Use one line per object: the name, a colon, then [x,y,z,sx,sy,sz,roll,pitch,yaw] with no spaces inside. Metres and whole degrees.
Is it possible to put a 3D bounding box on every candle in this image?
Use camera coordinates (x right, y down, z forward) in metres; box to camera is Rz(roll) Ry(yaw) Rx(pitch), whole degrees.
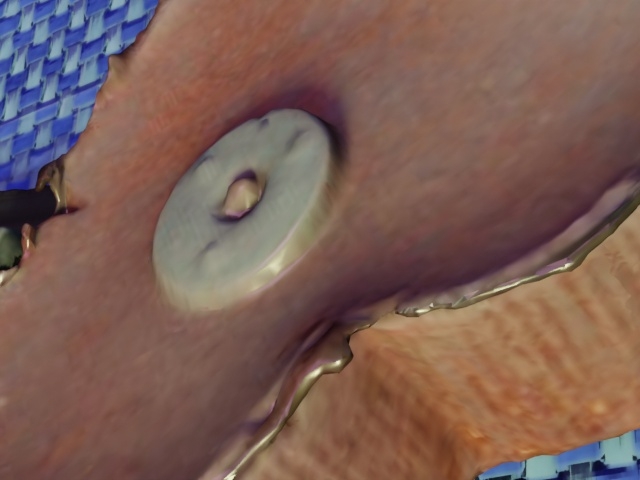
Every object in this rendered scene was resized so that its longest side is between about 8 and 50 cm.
candle: [0.000,0.000,0.506,0.317,0.131,0.287,-38,41,4]

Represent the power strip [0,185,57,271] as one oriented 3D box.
power strip: [-0.206,0.079,0.648,0.257,0.092,0.251,-4,68,42]
